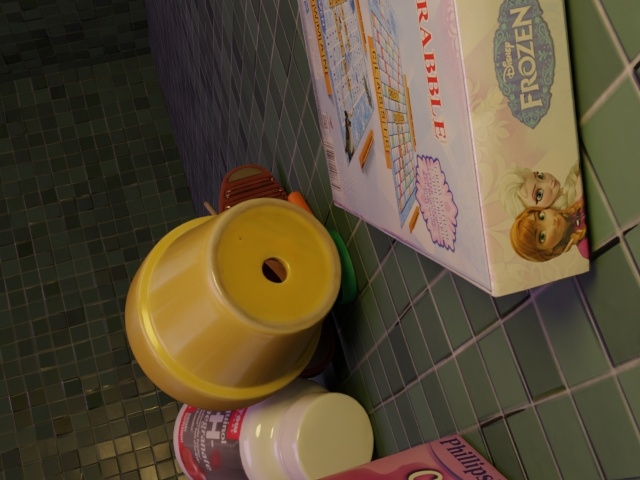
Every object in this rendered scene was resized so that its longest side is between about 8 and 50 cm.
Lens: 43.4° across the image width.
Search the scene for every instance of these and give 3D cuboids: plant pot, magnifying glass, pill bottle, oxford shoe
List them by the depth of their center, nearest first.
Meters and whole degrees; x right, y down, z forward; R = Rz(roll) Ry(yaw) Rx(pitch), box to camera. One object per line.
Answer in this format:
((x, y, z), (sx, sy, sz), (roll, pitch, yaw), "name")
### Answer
((-0.095, 0.068, 1.001), (0.239, 0.253, 0.254), (-41, 63, 59), "plant pot")
((0.000, 0.000, 1.071), (0.231, 0.026, 0.092), (-124, 23, -53), "magnifying glass")
((-0.071, 0.290, 1.178), (0.318, 0.176, 0.177), (-16, 89, 52), "pill bottle")
((-0.076, 0.052, 1.244), (0.130, 0.122, 0.348), (96, 158, -71), "oxford shoe")

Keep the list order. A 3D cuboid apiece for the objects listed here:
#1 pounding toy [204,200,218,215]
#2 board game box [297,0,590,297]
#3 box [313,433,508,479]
((-0.207, -0.006, 1.838), (0.206, 0.094, 0.181), (141, 120, -66), "pounding toy")
((0.054, -0.156, 0.546), (0.318, 0.065, 0.319), (-141, 38, -70), "board game box")
((0.053, 0.276, 0.627), (0.213, 0.242, 0.117), (-148, 46, -73), "box")
